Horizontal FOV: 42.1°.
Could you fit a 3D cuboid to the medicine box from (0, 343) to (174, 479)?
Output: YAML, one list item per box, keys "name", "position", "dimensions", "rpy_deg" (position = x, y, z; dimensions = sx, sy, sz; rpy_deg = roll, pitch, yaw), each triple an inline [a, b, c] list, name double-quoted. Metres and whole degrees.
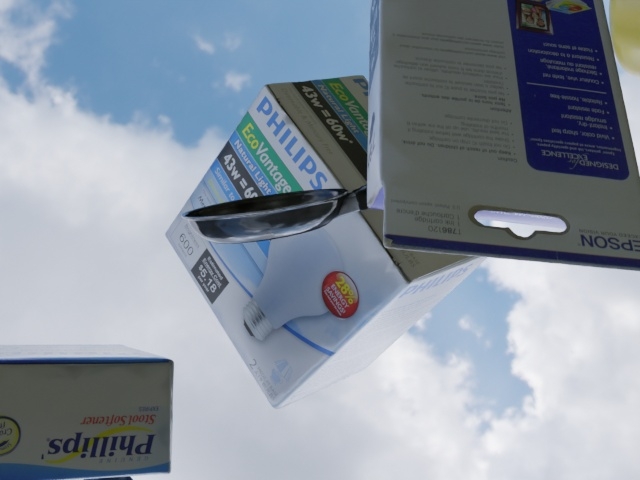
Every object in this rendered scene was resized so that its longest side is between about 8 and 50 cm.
- name: "medicine box"
  position: [-0.360, 0.218, 1.095]
  dimensions: [0.263, 0.289, 0.149]
  rpy_deg: [3, -95, -27]

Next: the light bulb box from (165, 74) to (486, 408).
- name: "light bulb box"
  position: [0.000, 0.000, 1.276]
  dimensions: [0.225, 0.361, 0.358]
  rpy_deg: [-17, -115, -46]

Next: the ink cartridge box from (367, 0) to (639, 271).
- name: "ink cartridge box"
  position: [0.116, -0.108, 0.569]
  dimensions: [0.165, 0.065, 0.332]
  rpy_deg: [7, -126, -3]

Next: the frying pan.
- name: "frying pan"
  position: [-0.007, -0.045, 1.006]
  dimensions: [0.326, 0.197, 0.053]
  rpy_deg: [-12, -81, -27]

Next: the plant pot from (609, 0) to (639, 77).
- name: "plant pot"
  position: [0.425, -0.236, 0.802]
  dimensions: [0.254, 0.239, 0.254]
  rpy_deg: [-18, -67, -47]

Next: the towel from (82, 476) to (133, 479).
- name: "towel"
  position: [-0.320, 0.369, 1.221]
  dimensions: [0.067, 0.029, 0.119]
  rpy_deg: [38, -165, 6]
